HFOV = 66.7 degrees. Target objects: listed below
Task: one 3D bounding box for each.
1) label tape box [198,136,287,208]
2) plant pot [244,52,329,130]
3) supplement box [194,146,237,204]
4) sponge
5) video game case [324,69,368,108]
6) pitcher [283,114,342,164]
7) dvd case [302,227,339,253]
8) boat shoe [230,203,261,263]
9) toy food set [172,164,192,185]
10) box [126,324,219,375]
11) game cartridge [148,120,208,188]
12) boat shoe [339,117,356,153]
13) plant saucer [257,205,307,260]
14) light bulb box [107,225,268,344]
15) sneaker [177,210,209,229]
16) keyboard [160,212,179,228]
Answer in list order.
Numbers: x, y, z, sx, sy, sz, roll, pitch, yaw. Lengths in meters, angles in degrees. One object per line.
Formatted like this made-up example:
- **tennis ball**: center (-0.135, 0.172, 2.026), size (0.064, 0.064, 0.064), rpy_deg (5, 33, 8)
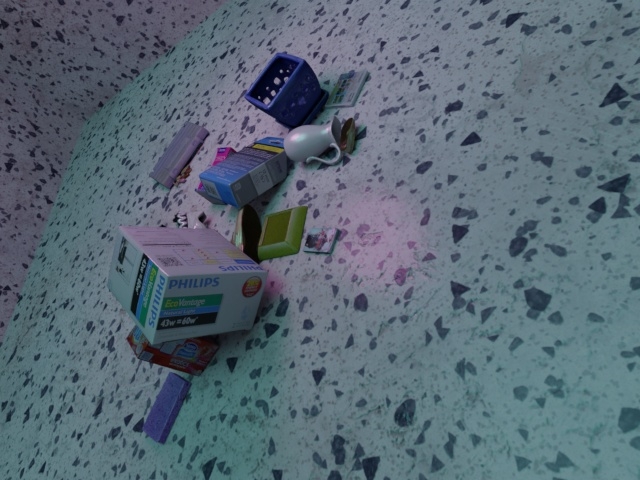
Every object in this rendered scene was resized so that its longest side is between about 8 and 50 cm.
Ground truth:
- **label tape box**: center (-0.261, -0.277, 1.895), size (0.347, 0.115, 0.249), rpy_deg (-36, 34, -27)
- **plant pot**: center (-0.121, -0.567, 1.912), size (0.236, 0.212, 0.236), rpy_deg (-53, 42, 1)
- **supplement box**: center (-0.418, -0.274, 2.059), size (0.111, 0.114, 0.220), rpy_deg (7, 67, 45)
- **sponge**: center (-0.523, 0.564, 1.652), size (0.117, 0.031, 0.210), rpy_deg (8, 69, 45)
- **video game case**: center (0.100, -0.578, 1.865), size (0.143, 0.019, 0.157), rpy_deg (12, 73, 46)
- **pitcher**: center (-0.022, -0.337, 1.750), size (0.207, 0.125, 0.178), rpy_deg (-14, 69, 22)
- **dvd case**: center (0.000, 0.000, 1.571), size (0.119, 0.013, 0.087), rpy_deg (4, 66, 43)
- **boat shoe**: center (-0.284, 0.005, 1.758), size (0.098, 0.109, 0.303), rpy_deg (-21, 56, 29)
- **toy food set**: center (-0.669, -0.315, 2.384), size (0.122, 0.019, 0.078), rpy_deg (-50, 41, -8)
- **box**: center (-0.480, 0.335, 1.595), size (0.122, 0.256, 0.128), rpy_deg (35, 90, 45)
- **game cartridge**: center (-0.726, -0.441, 2.490), size (0.230, 0.068, 0.355), rpy_deg (30, 85, 44)
- **boat shoe**: center (0.100, -0.365, 1.701), size (0.050, 0.045, 0.136), rpy_deg (-7, 62, 48)
- **plant saucer**: center (-0.144, -0.034, 1.699), size (0.188, 0.045, 0.189), rpy_deg (-12, 56, 37)
- **light bulb box**: center (-0.426, 0.124, 1.551), size (0.361, 0.357, 0.226), rpy_deg (33, 112, 41)
- **sneaker**: center (-0.504, -0.006, 1.968), size (0.118, 0.110, 0.292), rpy_deg (-13, 59, -6)
- **keyboard**: center (-0.642, -0.010, 2.146), size (0.317, 0.033, 0.202), rpy_deg (26, 87, 47)
